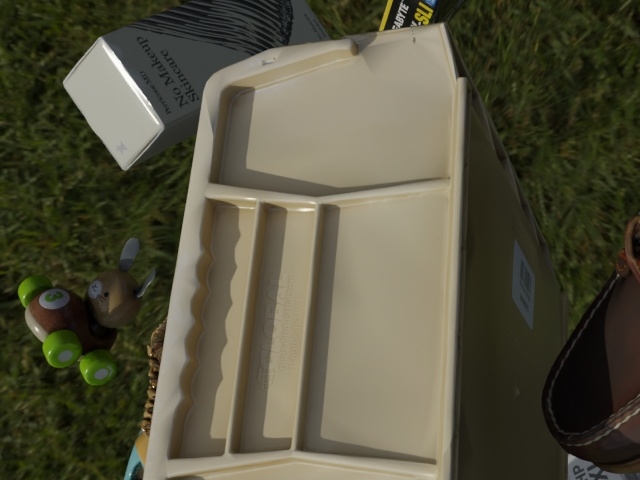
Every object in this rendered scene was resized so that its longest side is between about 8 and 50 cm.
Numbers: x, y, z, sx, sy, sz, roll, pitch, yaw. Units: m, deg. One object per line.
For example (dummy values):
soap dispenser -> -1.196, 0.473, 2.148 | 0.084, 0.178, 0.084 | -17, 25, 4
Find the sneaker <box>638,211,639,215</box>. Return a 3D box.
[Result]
sneaker -> 0.529, -0.083, 1.398 | 0.319, 0.208, 0.127 | -17, 121, -5

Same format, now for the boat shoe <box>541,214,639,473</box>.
boat shoe -> 0.145, 0.000, 0.385 | 0.073, 0.073, 0.207 | 24, 115, -31

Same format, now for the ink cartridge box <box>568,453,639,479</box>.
ink cartridge box -> 0.351, 0.265, 0.960 | 0.307, 0.223, 0.129 | -35, 131, 22

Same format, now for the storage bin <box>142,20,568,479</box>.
storage bin -> 0.039, 0.074, 0.522 | 0.123, 0.262, 0.260 | -4, 65, 21

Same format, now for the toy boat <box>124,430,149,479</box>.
toy boat -> -0.212, 0.378, 1.585 | 0.148, 0.318, 0.267 | 7, 115, -32

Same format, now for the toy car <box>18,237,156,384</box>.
toy car -> -0.320, 0.084, 1.565 | 0.188, 0.149, 0.155 | -44, 48, 6

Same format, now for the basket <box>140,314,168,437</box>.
basket -> -0.039, 0.141, 1.167 | 0.299, 0.213, 0.223 | 18, 102, 32

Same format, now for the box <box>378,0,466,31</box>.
box -> 0.214, -0.428, 1.425 | 0.079, 0.257, 0.322 | 37, 70, 6

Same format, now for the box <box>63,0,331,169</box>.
box -> -0.118, -0.184, 1.109 | 0.113, 0.275, 0.094 | 54, 136, -1
